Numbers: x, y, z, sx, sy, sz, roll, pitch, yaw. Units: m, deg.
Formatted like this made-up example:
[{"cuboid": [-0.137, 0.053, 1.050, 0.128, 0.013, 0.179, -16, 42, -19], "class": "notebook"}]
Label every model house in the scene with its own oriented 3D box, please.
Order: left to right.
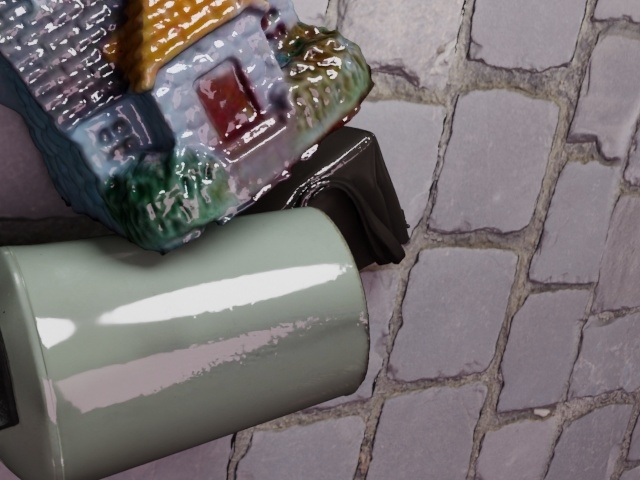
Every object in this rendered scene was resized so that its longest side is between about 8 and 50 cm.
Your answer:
[{"cuboid": [-0.172, -0.239, 1.054, 0.360, 0.297, 0.339, -39, 125, -20], "class": "model house"}]

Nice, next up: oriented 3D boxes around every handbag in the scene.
[{"cuboid": [0.000, 0.000, 1.409, 0.285, 0.113, 0.257, -43, 135, -14], "class": "handbag"}]

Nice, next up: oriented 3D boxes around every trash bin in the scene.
[{"cuboid": [-0.187, 0.115, 1.121, 0.432, 0.280, 0.280, -12, 116, -23], "class": "trash bin"}]
